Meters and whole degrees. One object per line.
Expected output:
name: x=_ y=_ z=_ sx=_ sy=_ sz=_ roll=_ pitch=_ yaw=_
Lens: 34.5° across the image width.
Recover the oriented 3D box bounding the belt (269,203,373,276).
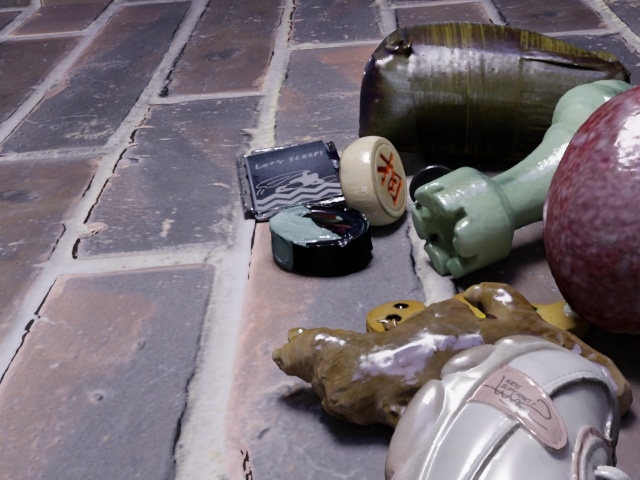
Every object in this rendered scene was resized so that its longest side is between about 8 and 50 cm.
belt: x=0.000 y=0.000 z=1.307 sx=0.140 sy=0.058 sz=0.105 roll=12 pitch=35 yaw=25

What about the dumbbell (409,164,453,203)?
dumbbell: x=0.158 y=-0.060 z=1.390 sx=0.069 sy=0.069 sz=0.147 roll=-6 pitch=25 yaw=-1

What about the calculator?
calculator: x=-0.043 y=-0.098 z=1.565 sx=0.166 sy=0.028 sz=0.274 roll=-10 pitch=23 yaw=-3

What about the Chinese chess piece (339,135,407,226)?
Chinese chess piece: x=0.073 y=-0.079 z=1.385 sx=0.051 sy=0.122 sz=0.122 roll=-10 pitch=20 yaw=29

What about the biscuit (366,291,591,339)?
biscuit: x=0.164 y=0.092 z=1.104 sx=0.240 sy=0.035 sz=0.158 roll=4 pitch=24 yaw=17

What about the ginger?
ginger: x=0.118 y=0.111 z=0.996 sx=0.333 sy=0.080 sz=0.166 roll=-9 pitch=51 yaw=3

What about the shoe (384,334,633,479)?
shoe: x=0.136 y=0.210 z=0.680 sx=0.198 sy=0.172 sz=0.351 roll=5 pitch=37 yaw=44

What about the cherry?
cherry: x=0.337 y=-0.028 z=1.055 sx=0.203 sy=0.300 sz=0.230 roll=9 pitch=9 yaw=38

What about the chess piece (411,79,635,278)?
chess piece: x=0.266 y=-0.064 z=1.264 sx=0.299 sy=0.194 sz=0.194 roll=-23 pitch=29 yaw=-17

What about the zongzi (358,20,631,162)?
zongzi: x=0.277 y=-0.248 z=1.663 sx=0.403 sy=0.207 sz=0.432 roll=4 pitch=14 yaw=7
